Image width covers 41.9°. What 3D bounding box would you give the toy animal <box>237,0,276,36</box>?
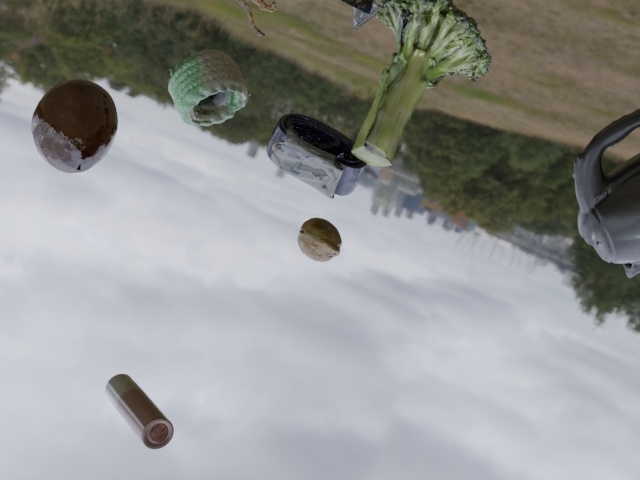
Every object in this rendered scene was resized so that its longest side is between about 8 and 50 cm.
[{"bbox_3d":[-0.170,-0.567,1.811,0.116,0.255,0.114,-15,-177,3],"label":"toy animal"}]

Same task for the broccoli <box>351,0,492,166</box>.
[{"bbox_3d":[0.193,-0.320,1.709,0.221,0.361,0.252,22,-166,40],"label":"broccoli"}]

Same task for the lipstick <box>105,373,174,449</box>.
[{"bbox_3d":[-0.393,0.364,1.801,0.070,0.070,0.254,19,-177,-34],"label":"lipstick"}]

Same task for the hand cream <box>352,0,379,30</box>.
[{"bbox_3d":[0.069,-0.575,1.795,0.050,0.084,0.257,26,153,41],"label":"hand cream"}]

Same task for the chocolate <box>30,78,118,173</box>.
[{"bbox_3d":[-0.441,-0.199,1.513,0.177,0.176,0.177,22,-175,-2],"label":"chocolate"}]

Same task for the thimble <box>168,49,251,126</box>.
[{"bbox_3d":[-0.315,-0.431,2.360,0.219,0.219,0.150,13,-130,-62],"label":"thimble"}]

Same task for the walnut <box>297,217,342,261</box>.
[{"bbox_3d":[0.000,0.000,2.055,0.124,0.105,0.105,34,179,-26],"label":"walnut"}]

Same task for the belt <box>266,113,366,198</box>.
[{"bbox_3d":[-0.013,-0.193,1.960,0.231,0.126,0.139,30,-139,2],"label":"belt"}]

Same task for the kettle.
[{"bbox_3d":[0.654,-0.105,1.642,0.228,0.324,0.320,-99,-15,-70],"label":"kettle"}]

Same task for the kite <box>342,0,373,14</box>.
[{"bbox_3d":[0.066,-0.431,1.439,0.090,0.122,0.004,58,155,-16],"label":"kite"}]
